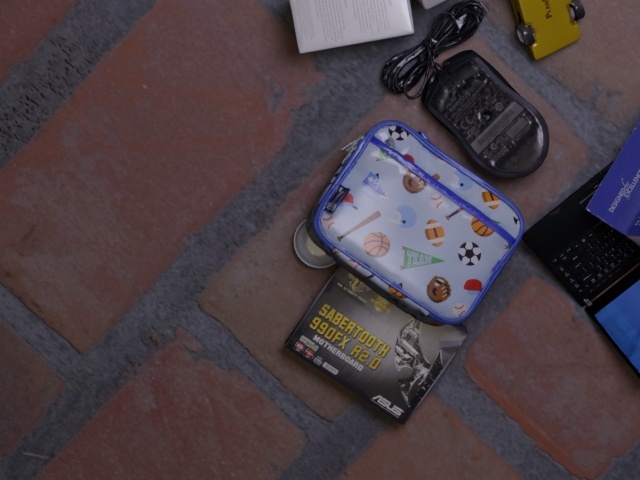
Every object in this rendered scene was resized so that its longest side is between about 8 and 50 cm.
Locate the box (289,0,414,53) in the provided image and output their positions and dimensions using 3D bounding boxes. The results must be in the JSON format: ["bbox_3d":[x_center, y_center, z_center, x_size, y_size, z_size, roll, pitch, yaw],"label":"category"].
[{"bbox_3d":[0.049,-0.335,1.773,0.170,0.130,0.091,-10,98,6],"label":"box"}]

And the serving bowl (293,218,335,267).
[{"bbox_3d":[0.000,0.000,1.892,0.083,0.027,0.083,1,101,5],"label":"serving bowl"}]

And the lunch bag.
[{"bbox_3d":[0.141,-0.033,1.810,0.303,0.115,0.243,37,81,-4],"label":"lunch bag"}]

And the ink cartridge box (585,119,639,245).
[{"bbox_3d":[0.594,-0.083,1.747,0.307,0.072,0.304,35,77,-4],"label":"ink cartridge box"}]

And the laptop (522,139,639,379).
[{"bbox_3d":[0.482,0.032,1.795,0.234,0.136,0.264,-40,112,10],"label":"laptop"}]

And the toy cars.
[{"bbox_3d":[0.227,-0.398,1.714,0.393,0.087,0.176,18,111,-28],"label":"toy cars"}]

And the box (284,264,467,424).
[{"bbox_3d":[0.088,0.153,1.898,0.231,0.056,0.183,34,102,-2],"label":"box"}]

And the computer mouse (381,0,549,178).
[{"bbox_3d":[0.243,-0.212,1.816,0.188,0.072,0.272,-40,82,13],"label":"computer mouse"}]
